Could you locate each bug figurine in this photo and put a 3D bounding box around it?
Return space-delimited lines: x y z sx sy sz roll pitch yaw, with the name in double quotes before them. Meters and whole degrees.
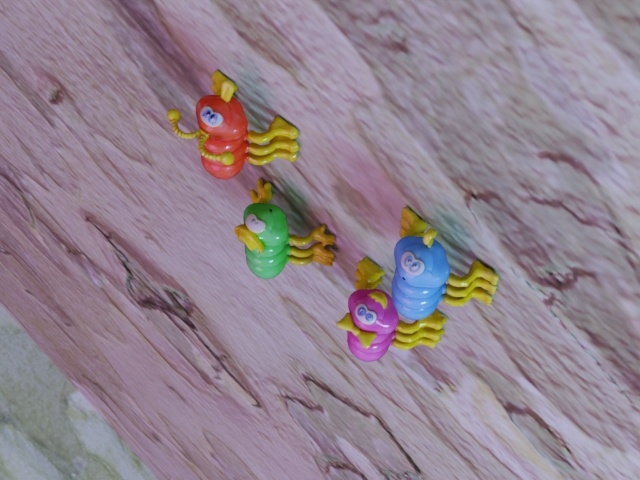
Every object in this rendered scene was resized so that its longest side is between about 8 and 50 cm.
"bug figurine" 0.000 0.000 0.936 0.279 0.072 0.216 36 156 22
